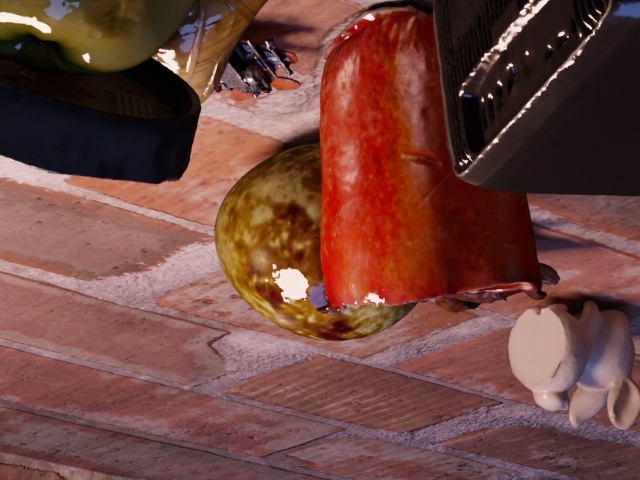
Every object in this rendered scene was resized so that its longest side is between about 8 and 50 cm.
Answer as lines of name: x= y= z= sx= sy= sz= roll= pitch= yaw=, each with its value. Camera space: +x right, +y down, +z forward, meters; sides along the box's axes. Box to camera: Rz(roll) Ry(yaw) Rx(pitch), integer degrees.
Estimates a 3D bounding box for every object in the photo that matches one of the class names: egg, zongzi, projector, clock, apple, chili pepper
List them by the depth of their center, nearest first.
apple: x=-0.219 y=-0.273 z=1.570 sx=0.279 sy=0.279 sz=0.279 roll=3 pitch=159 yaw=1
projector: x=0.337 y=-0.207 z=1.597 sx=0.405 sy=0.242 sz=0.395 roll=0 pitch=162 yaw=-16
clock: x=-0.261 y=-0.144 z=1.698 sx=0.325 sy=0.067 sz=0.325 roll=21 pitch=-164 yaw=-6
zongzi: x=-0.091 y=-0.220 z=1.853 sx=0.197 sy=0.099 sz=0.194 roll=-7 pitch=141 yaw=0
chili pepper: x=0.111 y=-0.076 z=2.012 sx=0.229 sy=0.305 sz=0.251 roll=0 pitch=173 yaw=-14
egg: x=0.000 y=0.000 z=2.248 sx=0.289 sy=0.238 sz=0.238 roll=4 pitch=162 yaw=31

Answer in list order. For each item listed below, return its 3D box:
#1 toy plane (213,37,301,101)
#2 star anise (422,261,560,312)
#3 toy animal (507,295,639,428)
toy plane: x=-0.104 y=-0.198 z=1.985 sx=0.130 sy=0.061 sz=0.189 roll=-9 pitch=156 yaw=31
star anise: x=0.130 y=0.035 z=2.501 sx=0.292 sy=0.109 sz=0.349 roll=-20 pitch=149 yaw=35
toy animal: x=0.371 y=0.178 z=2.736 sx=0.193 sy=0.179 sz=0.127 roll=22 pitch=154 yaw=-37
